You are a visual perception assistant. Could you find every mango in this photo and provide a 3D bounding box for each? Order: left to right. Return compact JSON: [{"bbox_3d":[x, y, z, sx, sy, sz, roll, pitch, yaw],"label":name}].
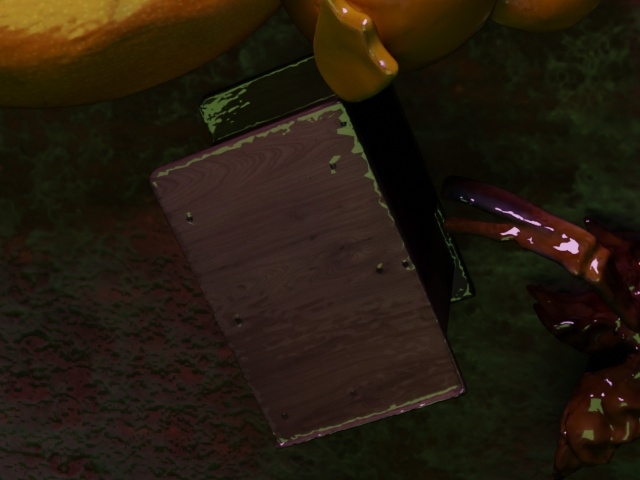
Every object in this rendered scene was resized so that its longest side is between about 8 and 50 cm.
[{"bbox_3d":[-0.174,-0.181,1.017,0.359,0.144,0.187,-1,109,4],"label":"mango"}]

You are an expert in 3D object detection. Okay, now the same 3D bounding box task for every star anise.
[{"bbox_3d":[0.210,0.066,1.060,0.237,0.148,0.346,-39,111,17],"label":"star anise"}]

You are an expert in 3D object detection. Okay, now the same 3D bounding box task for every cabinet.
[{"bbox_3d":[0.000,0.000,1.046,0.148,0.175,0.215,-20,108,15],"label":"cabinet"}]

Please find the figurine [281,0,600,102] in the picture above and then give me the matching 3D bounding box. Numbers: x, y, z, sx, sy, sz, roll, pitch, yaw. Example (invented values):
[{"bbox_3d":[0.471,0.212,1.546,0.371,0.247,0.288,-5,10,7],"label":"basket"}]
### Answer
[{"bbox_3d":[0.068,-0.195,0.933,0.228,0.215,0.215,-38,102,3],"label":"figurine"}]
